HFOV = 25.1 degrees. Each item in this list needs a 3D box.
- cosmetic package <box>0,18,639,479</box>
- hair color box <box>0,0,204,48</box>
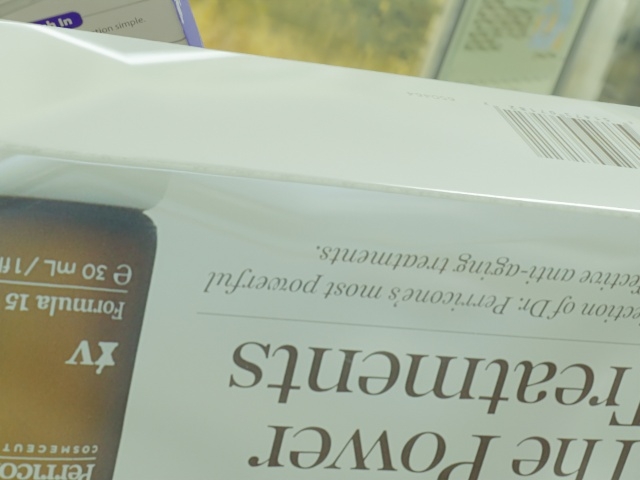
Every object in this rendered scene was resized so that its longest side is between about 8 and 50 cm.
[{"bbox_3d":[-0.087,0.085,0.429,0.377,0.284,0.097,5,27,-19],"label":"cosmetic package"},{"bbox_3d":[-0.172,-0.113,0.992,0.185,0.339,0.110,-14,56,1],"label":"hair color box"}]
